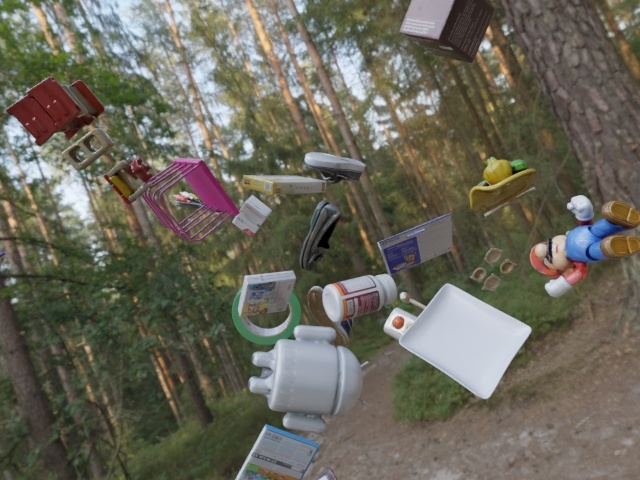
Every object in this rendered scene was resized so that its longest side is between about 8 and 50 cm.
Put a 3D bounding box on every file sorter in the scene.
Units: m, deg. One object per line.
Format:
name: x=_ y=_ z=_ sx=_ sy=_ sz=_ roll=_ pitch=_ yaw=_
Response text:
file sorter: x=-0.436 y=-0.129 z=1.424 sx=0.182 sy=0.202 sz=0.290 roll=-42 pitch=29 yaw=-19

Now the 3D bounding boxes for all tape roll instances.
tape roll: x=-0.250 y=0.328 z=2.070 sx=0.321 sy=0.322 sz=0.077 roll=-26 pitch=13 yaw=4

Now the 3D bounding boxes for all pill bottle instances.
pill bottle: x=0.128 y=0.179 z=1.420 sx=0.221 sy=0.121 sz=0.121 roll=-11 pitch=-7 yaw=-25

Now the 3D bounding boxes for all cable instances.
cable: x=-0.623 y=-0.194 z=2.232 sx=0.287 sy=0.072 sz=0.139 roll=12 pitch=16 yaw=27

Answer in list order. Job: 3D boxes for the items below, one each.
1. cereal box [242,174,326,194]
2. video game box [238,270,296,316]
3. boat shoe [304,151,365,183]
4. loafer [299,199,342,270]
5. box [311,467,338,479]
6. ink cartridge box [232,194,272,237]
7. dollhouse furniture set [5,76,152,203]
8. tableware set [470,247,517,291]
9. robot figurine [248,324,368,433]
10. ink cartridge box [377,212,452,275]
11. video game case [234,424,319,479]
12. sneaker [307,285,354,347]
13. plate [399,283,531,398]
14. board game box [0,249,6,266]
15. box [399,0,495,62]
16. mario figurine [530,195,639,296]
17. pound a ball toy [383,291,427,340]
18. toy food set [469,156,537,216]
cereal box: x=-0.121 y=-0.194 z=1.524 sx=0.240 sy=0.048 sz=0.172 roll=-7 pitch=18 yaw=-43
video game box: x=-0.203 y=0.201 z=1.649 sx=0.186 sy=0.048 sz=0.205 roll=-6 pitch=-41 yaw=-26
boat shoe: x=0.051 y=-0.268 z=1.698 sx=0.301 sy=0.108 sz=0.102 roll=-3 pitch=-60 yaw=-48
loafer: x=0.000 y=0.000 z=1.468 sx=0.096 sy=0.084 sz=0.268 roll=-35 pitch=-33 yaw=-54
box: x=0.028 y=1.072 z=1.712 sx=0.191 sy=0.382 sz=0.143 roll=-27 pitch=40 yaw=-13
ink cartridge box: x=-0.260 y=-0.092 z=1.682 sx=0.135 sy=0.099 sz=0.056 roll=-46 pitch=8 yaw=42
dollhouse furniture set: x=-0.651 y=-0.265 z=1.259 sx=0.152 sy=0.374 sz=0.201 roll=-35 pitch=16 yaw=5
tableware set: x=0.648 y=0.113 z=1.655 sx=0.169 sy=0.141 sz=0.020 roll=-56 pitch=21 yaw=16
robot figurine: x=-0.029 y=0.401 z=1.290 sx=0.353 sy=0.300 sz=0.200 roll=8 pitch=-11 yaw=-10
ink cartridge box: x=0.394 y=0.003 z=1.824 sx=0.303 sy=0.072 sz=0.307 roll=-22 pitch=-35 yaw=4
video game case: x=-0.093 y=0.451 z=0.863 sx=0.166 sy=0.119 sz=0.015 roll=-62 pitch=16 yaw=5
sneaker: x=0.048 y=0.282 z=1.799 sx=0.099 sy=0.282 sz=0.153 roll=-18 pitch=18 yaw=29
plate: x=0.412 y=0.282 z=1.268 sx=0.278 sy=0.277 sz=0.045 roll=-41 pitch=-35 yaw=-29
board game box: x=-0.870 y=0.016 z=0.961 sx=0.144 sy=0.275 sz=0.142 roll=-53 pitch=-1 yaw=22
box: x=0.391 y=-0.676 z=1.362 sx=0.203 sy=0.168 sz=0.167 roll=5 pitch=-66 yaw=-42
mario figurine: x=0.624 y=0.018 z=1.107 sx=0.198 sy=0.170 sz=0.320 roll=-41 pitch=-11 yaw=-15
pound a ball toy: x=0.414 y=0.354 z=1.888 sx=0.319 sy=0.135 sz=0.208 roll=24 pitch=79 yaw=47
toy food set: x=0.342 y=-0.114 z=0.856 sx=0.128 sy=0.071 sz=0.217 roll=-32 pitch=-18 yaw=21
